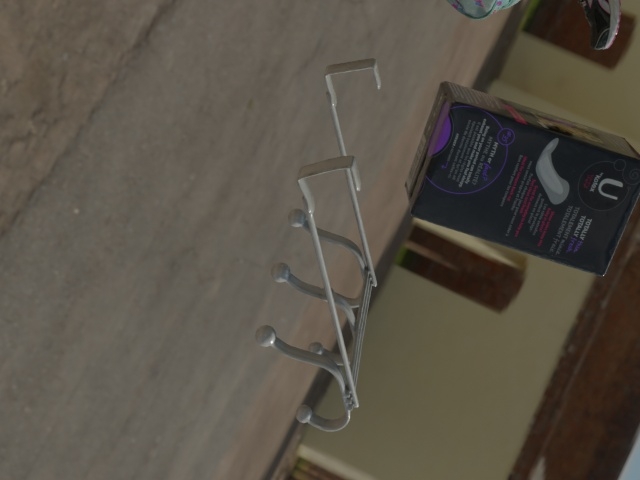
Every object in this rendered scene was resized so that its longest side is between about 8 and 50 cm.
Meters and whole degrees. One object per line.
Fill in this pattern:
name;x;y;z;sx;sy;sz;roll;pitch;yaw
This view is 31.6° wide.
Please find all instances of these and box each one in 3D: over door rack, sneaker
over door rack;0.000;0.000;1.181;0.239;0.108;0.324;-78;170;-55
sneaker;0.414;-0.382;1.728;0.072;0.077;0.178;-86;174;-78

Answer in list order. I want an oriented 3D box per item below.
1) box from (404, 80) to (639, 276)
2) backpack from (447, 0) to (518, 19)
box;0.264;-0.084;1.486;0.143;0.270;0.165;-87;-165;-71
backpack;0.173;-0.304;1.119;0.115;0.152;0.182;-35;171;-13
